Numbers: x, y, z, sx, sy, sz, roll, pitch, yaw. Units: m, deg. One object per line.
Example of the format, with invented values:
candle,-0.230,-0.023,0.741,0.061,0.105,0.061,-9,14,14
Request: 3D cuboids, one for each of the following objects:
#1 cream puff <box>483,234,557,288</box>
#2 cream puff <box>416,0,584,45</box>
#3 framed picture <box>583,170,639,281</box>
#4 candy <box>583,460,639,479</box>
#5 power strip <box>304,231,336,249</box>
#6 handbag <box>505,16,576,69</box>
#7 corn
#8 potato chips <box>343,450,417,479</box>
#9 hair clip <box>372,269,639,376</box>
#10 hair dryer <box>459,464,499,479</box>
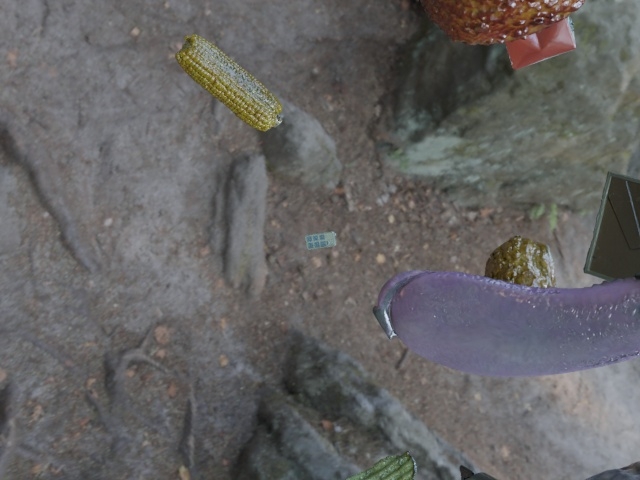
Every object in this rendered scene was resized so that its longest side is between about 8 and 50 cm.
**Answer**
cream puff,0.324,0.075,1.295,0.150,0.115,0.165,28,53,-79
cream puff,0.291,-0.484,1.289,0.228,0.350,0.350,14,56,-65
framed picture,0.414,-0.007,1.040,0.011,0.109,0.149,-19,123,-47
candy,0.396,0.343,0.922,0.214,0.289,0.157,72,-1,-84
power strip,0.000,0.000,2.151,0.016,0.090,0.040,-38,118,-72
handbag,0.440,-0.542,1.698,0.298,0.151,0.171,62,25,-30
corn,-0.142,-0.247,1.261,0.207,0.068,0.068,37,45,-27
potato chips,0.147,0.587,1.935,0.028,0.207,0.092,28,36,-60
hair clip,0.226,0.079,0.811,0.110,0.358,0.096,49,38,-50
hair dryer,0.340,0.562,1.482,0.078,0.195,0.248,-18,100,-21
